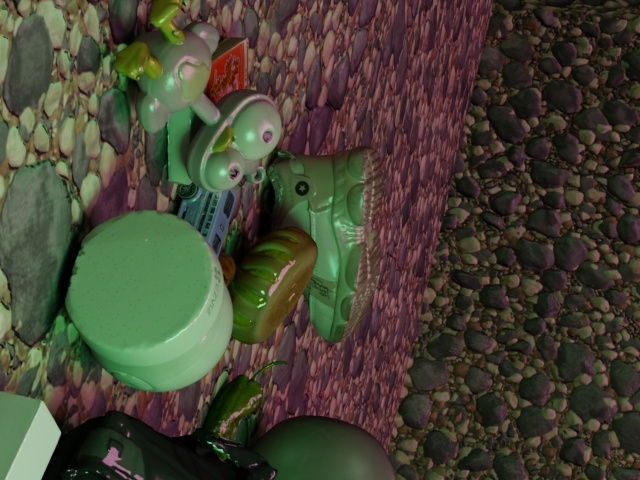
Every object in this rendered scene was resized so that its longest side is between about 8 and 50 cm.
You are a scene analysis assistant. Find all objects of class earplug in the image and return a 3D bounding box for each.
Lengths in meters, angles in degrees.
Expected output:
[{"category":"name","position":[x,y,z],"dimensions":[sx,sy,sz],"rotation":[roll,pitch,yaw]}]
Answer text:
[{"category":"earplug","position":[-0.016,0.522,2.285],"dimensions":[0.312,0.313,0.394],"rotation":[65,36,-66]}]

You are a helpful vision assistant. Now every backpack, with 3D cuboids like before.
[{"category":"backpack","position":[-0.213,0.391,1.551],"dimensions":[0.446,0.255,0.363],"rotation":[45,47,-53]}]

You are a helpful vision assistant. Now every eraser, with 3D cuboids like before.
[{"category":"eraser","position":[-0.363,0.300,1.268],"dimensions":[0.078,0.076,0.298],"rotation":[79,25,-53]},{"category":"eraser","position":[-0.159,-0.191,1.797],"dimensions":[0.230,0.038,0.157],"rotation":[-52,149,-62]}]

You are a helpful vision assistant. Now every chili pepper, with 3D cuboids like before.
[{"category":"chili pepper","position":[-0.141,0.279,2.120],"dimensions":[0.204,0.073,0.072],"rotation":[-56,172,-33]}]

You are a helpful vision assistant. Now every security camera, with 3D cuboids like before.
[{"category":"security camera","position":[-0.198,0.088,1.548],"dimensions":[0.236,0.195,0.194],"rotation":[71,32,-66]}]

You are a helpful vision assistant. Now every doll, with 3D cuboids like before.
[{"category":"doll","position":[-0.153,-0.174,1.626],"dimensions":[0.160,0.094,0.365],"rotation":[-59,146,-13]}]

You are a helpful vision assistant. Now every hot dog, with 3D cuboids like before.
[{"category":"hot dog","position":[-0.173,0.065,1.897],"dimensions":[0.216,0.047,0.066],"rotation":[-25,126,-72]}]

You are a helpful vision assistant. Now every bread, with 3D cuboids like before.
[{"category":"bread","position":[-0.090,0.069,2.056],"dimensions":[0.213,0.105,0.213],"rotation":[-53,168,-16]}]

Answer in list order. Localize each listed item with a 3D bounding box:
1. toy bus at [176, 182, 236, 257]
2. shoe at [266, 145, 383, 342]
[{"category":"toy bus","position":[-0.176,-0.008,1.777],"dimensions":[0.073,0.076,0.167],"rotation":[67,35,-65]},{"category":"shoe","position":[0.001,0.000,2.212],"dimensions":[0.172,0.198,0.351],"rotation":[-18,114,-72]}]
